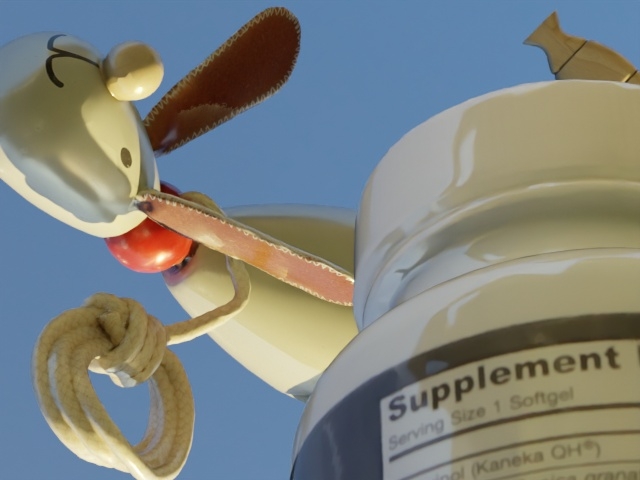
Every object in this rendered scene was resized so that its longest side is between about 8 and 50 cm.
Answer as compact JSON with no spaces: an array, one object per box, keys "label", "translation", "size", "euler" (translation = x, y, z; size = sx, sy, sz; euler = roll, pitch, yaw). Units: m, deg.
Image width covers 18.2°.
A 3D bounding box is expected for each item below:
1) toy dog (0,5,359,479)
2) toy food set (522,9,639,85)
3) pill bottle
[{"label":"toy dog","translation":[0.000,0.000,0.959],"size":[0.334,0.161,0.220],"euler":[20,-136,-57]},{"label":"toy food set","translation":[0.114,-0.023,0.769],"size":[0.122,0.078,0.019],"euler":[37,-158,6]},{"label":"pill bottle","translation":[0.078,0.115,0.538],"size":[0.176,0.176,0.318],"euler":[19,-132,-23]}]
